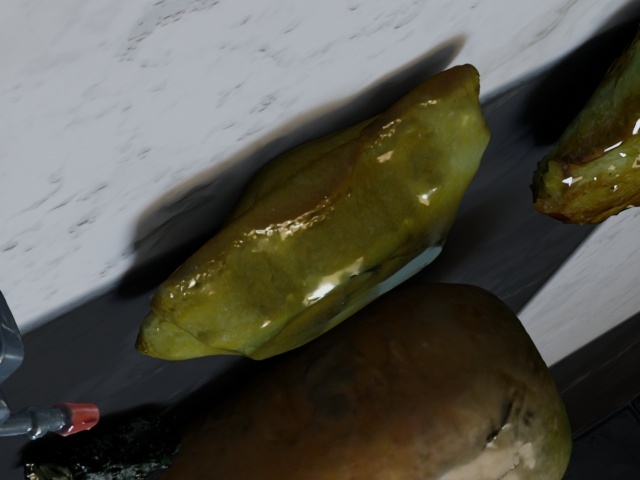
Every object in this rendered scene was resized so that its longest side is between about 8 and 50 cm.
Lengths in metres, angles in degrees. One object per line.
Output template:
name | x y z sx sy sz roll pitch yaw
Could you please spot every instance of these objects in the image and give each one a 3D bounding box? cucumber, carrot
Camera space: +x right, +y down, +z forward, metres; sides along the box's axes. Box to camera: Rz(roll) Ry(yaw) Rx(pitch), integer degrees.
cucumber | -0.153 0.156 1.290 0.053 0.053 0.181 -43 167 28
carrot | 0.028 0.181 1.447 0.340 0.224 0.224 -27 166 -3

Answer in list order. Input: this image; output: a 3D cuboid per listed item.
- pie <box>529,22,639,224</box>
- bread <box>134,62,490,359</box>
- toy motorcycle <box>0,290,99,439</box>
pie | 0.294 -0.122 1.288 0.354 0.103 0.288 -27 165 -15
bread | 0.000 0.000 1.040 0.233 0.088 0.161 -32 163 -20
toy motorcycle | -0.225 0.097 0.769 0.272 0.123 0.182 -41 155 27
